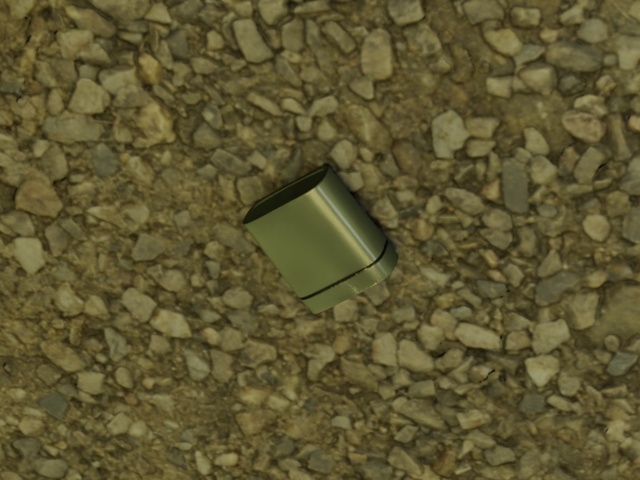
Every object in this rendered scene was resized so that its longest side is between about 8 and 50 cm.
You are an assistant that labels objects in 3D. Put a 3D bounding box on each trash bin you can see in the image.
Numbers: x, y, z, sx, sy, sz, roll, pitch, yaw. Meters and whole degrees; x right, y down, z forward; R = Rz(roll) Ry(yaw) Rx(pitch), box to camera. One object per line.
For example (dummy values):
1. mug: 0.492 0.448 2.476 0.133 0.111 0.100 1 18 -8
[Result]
1. trash bin: 0.000 0.000 1.984 0.116 0.059 0.130 -28 111 27
